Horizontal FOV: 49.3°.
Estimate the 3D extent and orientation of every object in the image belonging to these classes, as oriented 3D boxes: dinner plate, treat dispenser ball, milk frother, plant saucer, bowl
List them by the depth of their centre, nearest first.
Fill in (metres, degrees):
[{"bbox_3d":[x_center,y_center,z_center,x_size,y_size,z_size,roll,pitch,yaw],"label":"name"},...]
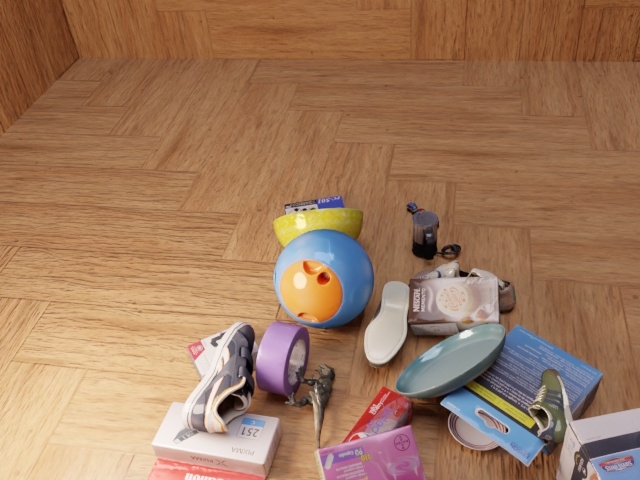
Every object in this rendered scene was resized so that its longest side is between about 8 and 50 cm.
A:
[{"bbox_3d":[0.387,0.466,1.732,0.141,0.017,0.141,1,38,-1],"label":"dinner plate"},{"bbox_3d":[0.338,0.314,1.783,0.318,0.043,0.317,-31,4,3],"label":"plant saucer"},{"bbox_3d":[0.010,0.110,2.004,0.288,0.288,0.288,-4,40,3],"label":"treat dispenser ball"},{"bbox_3d":[0.000,0.000,2.216,0.290,0.289,0.155,-6,82,0],"label":"bowl"},{"bbox_3d":[0.371,-0.016,2.230,0.143,0.134,0.129,-19,42,-15],"label":"milk frother"}]

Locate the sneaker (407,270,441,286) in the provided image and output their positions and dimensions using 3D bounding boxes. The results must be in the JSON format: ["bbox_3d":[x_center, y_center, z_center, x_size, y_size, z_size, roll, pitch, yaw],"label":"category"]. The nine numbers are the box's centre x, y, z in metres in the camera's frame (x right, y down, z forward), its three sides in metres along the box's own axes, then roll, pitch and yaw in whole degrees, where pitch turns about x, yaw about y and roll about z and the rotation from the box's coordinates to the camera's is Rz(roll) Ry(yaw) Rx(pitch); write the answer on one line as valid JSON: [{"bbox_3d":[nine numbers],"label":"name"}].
[{"bbox_3d":[0.298,0.133,2.073,0.135,0.058,0.052,-39,54,21],"label":"sneaker"}]

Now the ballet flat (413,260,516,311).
[{"bbox_3d":[0.431,0.118,2.084,0.316,0.106,0.107,13,43,22],"label":"ballet flat"}]

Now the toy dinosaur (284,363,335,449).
[{"bbox_3d":[-0.023,0.401,1.810,0.118,0.064,0.268,31,39,-15],"label":"toy dinosaur"}]

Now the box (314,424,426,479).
[{"bbox_3d":[0.119,0.549,1.512,0.214,0.117,0.242,-12,73,-8],"label":"box"}]

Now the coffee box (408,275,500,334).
[{"bbox_3d":[0.377,0.186,1.961,0.247,0.098,0.141,-3,60,16],"label":"coffee box"}]

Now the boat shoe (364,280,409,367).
[{"bbox_3d":[0.191,0.248,1.971,0.109,0.091,0.305,14,44,9],"label":"boat shoe"}]

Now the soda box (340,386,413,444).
[{"bbox_3d":[0.124,0.486,1.698,0.092,0.083,0.263,21,46,28],"label":"soda box"}]

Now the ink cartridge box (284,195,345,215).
[{"bbox_3d":[-0.019,-0.098,2.449,0.207,0.046,0.097,-9,41,-4],"label":"ink cartridge box"}]

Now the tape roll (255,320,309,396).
[{"bbox_3d":[-0.098,0.313,1.851,0.080,0.188,0.189,10,42,18],"label":"tape roll"}]

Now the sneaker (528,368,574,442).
[{"bbox_3d":[0.522,0.378,1.611,0.086,0.064,0.192,3,45,-4],"label":"sneaker"}]

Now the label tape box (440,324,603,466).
[{"bbox_3d":[0.495,0.395,1.728,0.249,0.115,0.348,31,52,33],"label":"label tape box"}]

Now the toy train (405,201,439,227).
[{"bbox_3d":[0.350,-0.091,2.400,0.027,0.036,0.158,-28,44,-25],"label":"toy train"}]

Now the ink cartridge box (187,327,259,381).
[{"bbox_3d":[-0.266,0.322,1.953,0.175,0.072,0.127,-22,42,-18],"label":"ink cartridge box"}]

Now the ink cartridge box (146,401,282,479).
[{"bbox_3d":[-0.271,0.535,1.704,0.297,0.066,0.261,5,40,13],"label":"ink cartridge box"}]

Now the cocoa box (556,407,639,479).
[{"bbox_3d":[0.721,0.507,1.479,0.347,0.231,0.227,-10,40,-5],"label":"cocoa box"}]

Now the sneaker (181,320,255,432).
[{"bbox_3d":[-0.220,0.353,1.781,0.128,0.126,0.321,8,50,24],"label":"sneaker"}]
